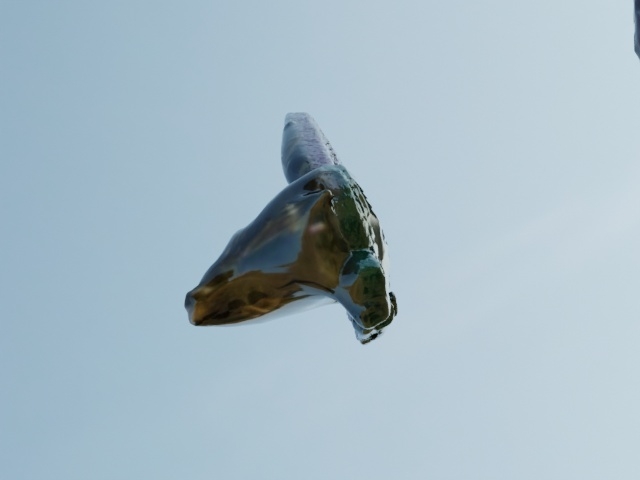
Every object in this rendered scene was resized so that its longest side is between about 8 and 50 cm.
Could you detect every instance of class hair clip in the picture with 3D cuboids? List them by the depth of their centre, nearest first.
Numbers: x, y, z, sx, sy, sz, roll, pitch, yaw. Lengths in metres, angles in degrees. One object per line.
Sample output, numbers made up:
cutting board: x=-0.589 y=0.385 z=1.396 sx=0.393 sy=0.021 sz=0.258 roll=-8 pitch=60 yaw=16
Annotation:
hair clip: x=-0.001 y=-0.002 z=0.941 sx=0.096 sy=0.110 sz=0.358 roll=-53 pitch=-3 yaw=7

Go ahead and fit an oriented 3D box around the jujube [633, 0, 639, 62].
jujube: x=0.392 y=-0.218 z=1.306 sx=0.377 sy=0.276 sz=0.276 roll=-38 pitch=-42 yaw=-16
